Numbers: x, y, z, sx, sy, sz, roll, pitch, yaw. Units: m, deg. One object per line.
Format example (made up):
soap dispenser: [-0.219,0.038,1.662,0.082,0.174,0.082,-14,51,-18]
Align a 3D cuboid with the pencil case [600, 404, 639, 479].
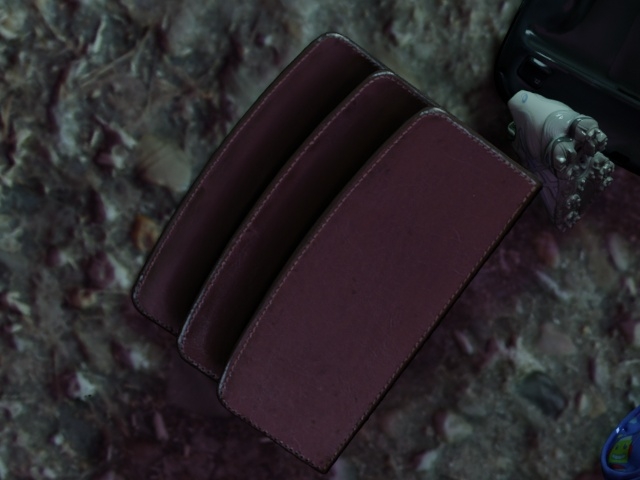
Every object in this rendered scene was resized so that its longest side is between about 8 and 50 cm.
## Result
pencil case: [0.395,0.252,1.698,0.306,0.119,0.133,42,85,-15]

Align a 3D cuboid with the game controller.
game controller: [0.313,-0.134,1.634,0.319,0.067,0.166,25,84,-14]

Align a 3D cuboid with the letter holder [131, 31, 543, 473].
letter holder: [0.000,0.000,1.566,0.214,0.152,0.302,35,96,-12]

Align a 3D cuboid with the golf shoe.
golf shoe: [0.200,-0.073,1.598,0.069,0.176,0.086,-43,64,-13]
